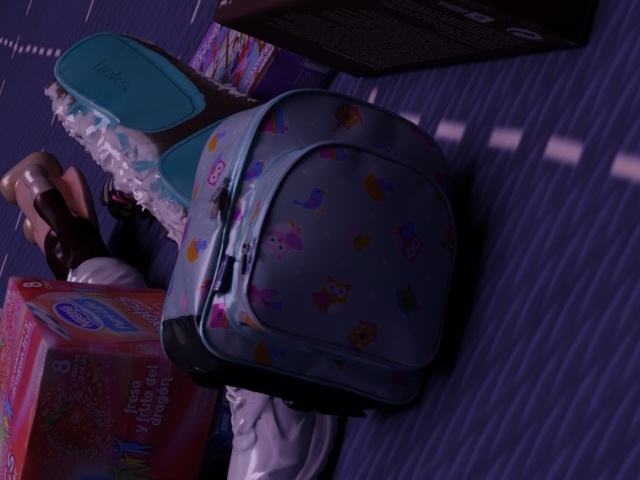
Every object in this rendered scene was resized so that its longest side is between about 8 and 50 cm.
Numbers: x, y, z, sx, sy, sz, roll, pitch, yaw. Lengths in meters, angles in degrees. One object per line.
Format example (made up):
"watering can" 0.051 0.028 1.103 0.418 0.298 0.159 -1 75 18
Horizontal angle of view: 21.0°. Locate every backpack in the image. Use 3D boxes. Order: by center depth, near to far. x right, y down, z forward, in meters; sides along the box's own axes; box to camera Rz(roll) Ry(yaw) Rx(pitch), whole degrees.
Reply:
"backpack" 0.000 0.000 1.069 0.144 0.166 0.188 -31 47 60

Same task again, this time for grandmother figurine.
"grandmother figurine" -0.257 0.009 1.829 0.104 0.208 0.342 -37 32 -5

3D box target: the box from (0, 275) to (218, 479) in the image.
"box" -0.192 0.195 1.363 0.154 0.142 0.300 -134 54 -61

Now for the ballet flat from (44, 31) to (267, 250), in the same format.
"ballet flat" -0.089 -0.054 1.402 0.409 0.147 0.147 40 112 50

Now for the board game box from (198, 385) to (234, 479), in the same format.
"board game box" -0.097 0.128 1.422 0.201 0.035 0.136 -42 35 56

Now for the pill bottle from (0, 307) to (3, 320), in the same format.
"pill bottle" -0.288 0.190 1.690 0.169 0.169 0.301 -67 20 12

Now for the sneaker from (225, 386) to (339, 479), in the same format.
"sneaker" -0.040 0.082 1.179 0.090 0.115 0.232 7 79 71

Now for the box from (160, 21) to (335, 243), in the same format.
"box" -0.060 -0.154 1.549 0.293 0.057 0.201 -54 25 41

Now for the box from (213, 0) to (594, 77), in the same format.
"box" 0.061 -0.227 1.163 0.381 0.143 0.191 -176 103 -73

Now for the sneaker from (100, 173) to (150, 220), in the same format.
"sneaker" -0.197 -0.053 1.836 0.170 0.063 0.074 -146 75 -76
